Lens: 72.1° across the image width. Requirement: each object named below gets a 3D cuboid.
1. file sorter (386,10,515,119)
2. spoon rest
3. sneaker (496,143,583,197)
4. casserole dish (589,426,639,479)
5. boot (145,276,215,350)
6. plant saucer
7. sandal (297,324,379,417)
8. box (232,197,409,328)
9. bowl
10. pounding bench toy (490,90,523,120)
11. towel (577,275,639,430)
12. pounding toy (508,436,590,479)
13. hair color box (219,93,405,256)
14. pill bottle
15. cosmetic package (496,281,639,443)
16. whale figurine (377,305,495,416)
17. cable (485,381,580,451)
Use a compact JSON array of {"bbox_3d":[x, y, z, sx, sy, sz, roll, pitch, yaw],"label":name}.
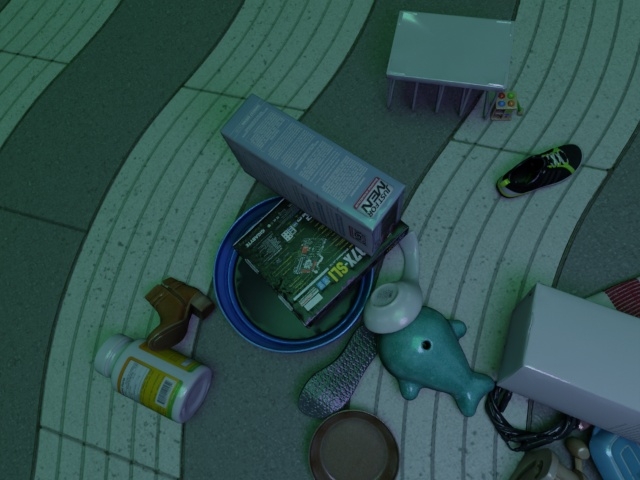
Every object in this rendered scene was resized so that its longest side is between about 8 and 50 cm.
[{"bbox_3d":[0.322,-0.439,1.132,0.278,0.173,0.192,10,75,10],"label":"file sorter"},{"bbox_3d":[0.180,0.100,1.005,0.138,0.084,0.276,-11,39,37],"label":"spoon rest"},{"bbox_3d":[0.542,-0.172,1.067,0.235,0.097,0.084,-28,73,-1],"label":"sneaker"},{"bbox_3d":[0.615,0.457,0.879,0.114,0.037,0.188,-21,81,-27],"label":"casserole dish"},{"bbox_3d":[-0.377,0.173,1.069,0.153,0.072,0.197,28,36,21],"label":"boot"},{"bbox_3d":[0.073,0.471,0.967,0.199,0.036,0.198,0,83,3],"label":"plant saucer"},{"bbox_3d":[0.053,0.309,1.024,0.097,0.054,0.254,44,74,9],"label":"sandal"},{"bbox_3d":[0.000,0.000,1.020,0.322,0.079,0.257,-44,75,-6],"label":"box"},{"bbox_3d":[-0.065,0.079,1.085,0.392,0.077,0.390,-2,74,7],"label":"bowl"},{"bbox_3d":[0.492,-0.351,1.141,0.084,0.065,0.052,3,75,8],"label":"pounding bench toy"},{"bbox_3d":[0.644,0.238,0.971,0.329,0.037,0.236,-24,72,-1],"label":"towel"},{"bbox_3d":[0.463,0.513,0.853,0.155,0.154,0.269,35,82,15],"label":"pounding toy"},{"bbox_3d":[-0.014,-0.132,0.924,0.375,0.185,0.113,35,80,15],"label":"hair color box"},{"bbox_3d":[-0.394,0.312,1.030,0.246,0.136,0.136,21,78,13],"label":"pill bottle"},{"bbox_3d":[0.564,0.251,0.855,0.366,0.155,0.196,21,60,14],"label":"cosmetic package"},{"bbox_3d":[0.254,0.261,0.957,0.272,0.141,0.216,41,79,9],"label":"whale figurine"},{"bbox_3d":[0.457,0.358,0.946,0.185,0.047,0.150,-29,61,16],"label":"cable"}]
